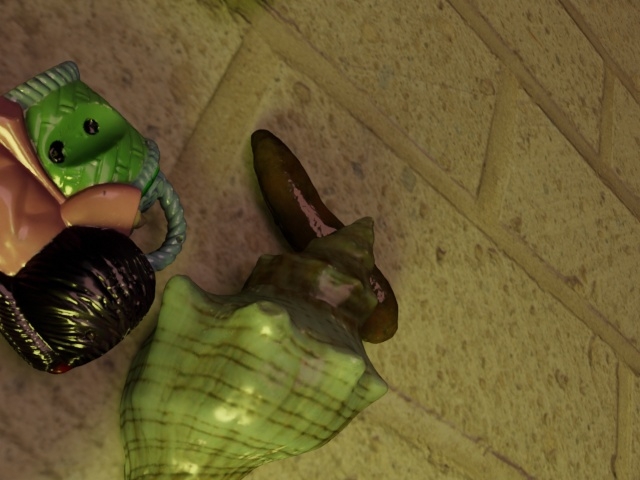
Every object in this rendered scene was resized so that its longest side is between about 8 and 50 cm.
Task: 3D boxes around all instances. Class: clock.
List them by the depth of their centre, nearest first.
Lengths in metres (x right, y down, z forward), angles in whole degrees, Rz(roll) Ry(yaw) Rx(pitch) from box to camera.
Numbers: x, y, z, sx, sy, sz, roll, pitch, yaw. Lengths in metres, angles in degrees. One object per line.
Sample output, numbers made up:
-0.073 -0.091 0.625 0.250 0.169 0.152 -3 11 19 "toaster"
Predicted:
-0.195 -0.019 0.473 0.195 0.100 0.194 54 47 -15 "clock"

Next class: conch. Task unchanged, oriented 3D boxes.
-0.054 0.108 0.510 0.203 0.169 0.386 39 49 0 "conch"

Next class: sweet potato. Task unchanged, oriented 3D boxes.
0.000 0.000 0.661 0.075 0.075 0.273 -40 98 -42 "sweet potato"
